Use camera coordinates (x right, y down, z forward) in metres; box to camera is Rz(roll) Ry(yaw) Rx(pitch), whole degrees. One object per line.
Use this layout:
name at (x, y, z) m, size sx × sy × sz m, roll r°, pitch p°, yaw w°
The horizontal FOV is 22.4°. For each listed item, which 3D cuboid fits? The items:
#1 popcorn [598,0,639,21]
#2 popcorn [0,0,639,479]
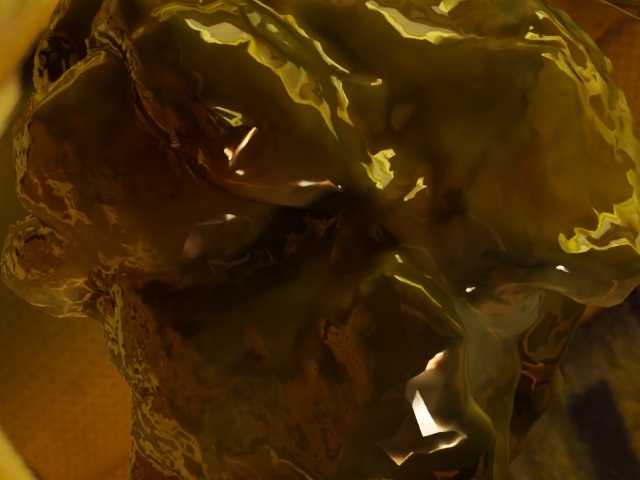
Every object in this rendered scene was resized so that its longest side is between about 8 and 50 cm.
popcorn at (0.140, -0.263, 0.990) m, size 0.293 × 0.293 × 0.237 m, roll -10°, pitch 74°, yaw 43°
popcorn at (-0.006, 0.001, 0.684) m, size 0.225 × 0.276 × 0.276 m, roll 128°, pitch 160°, yaw -66°
